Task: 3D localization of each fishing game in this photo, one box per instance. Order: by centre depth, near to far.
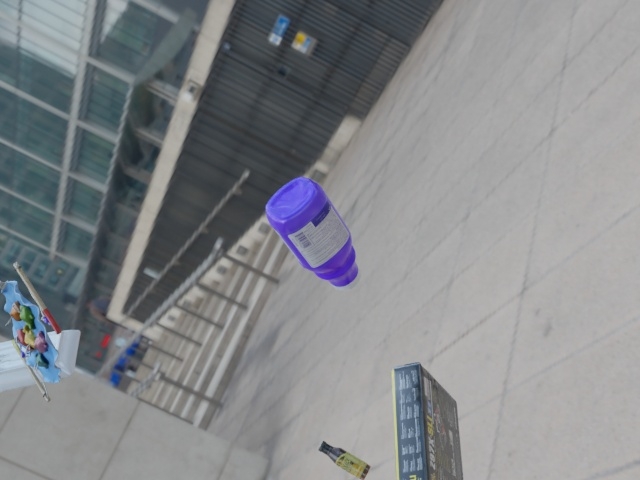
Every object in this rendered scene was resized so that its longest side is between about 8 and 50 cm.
[{"bbox_3d":[-0.481,0.152,1.255,0.041,0.189,0.264,-26,-18,-35],"label":"fishing game"}]

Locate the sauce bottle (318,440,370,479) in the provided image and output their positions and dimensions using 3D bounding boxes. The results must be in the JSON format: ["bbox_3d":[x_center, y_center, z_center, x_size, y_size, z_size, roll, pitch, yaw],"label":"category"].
[{"bbox_3d":[0.055,0.516,1.814,0.042,0.128,0.042,-59,-12,-21],"label":"sauce bottle"}]

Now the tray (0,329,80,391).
[{"bbox_3d":[-0.587,0.226,1.420,0.145,0.270,0.030,-110,9,-58],"label":"tray"}]

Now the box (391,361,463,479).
[{"bbox_3d":[0.242,0.469,1.712,0.079,0.257,0.322,-16,54,24],"label":"box"}]

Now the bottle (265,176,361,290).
[{"bbox_3d":[0.000,0.000,1.496,0.118,0.283,0.092,-42,48,-5],"label":"bottle"}]
